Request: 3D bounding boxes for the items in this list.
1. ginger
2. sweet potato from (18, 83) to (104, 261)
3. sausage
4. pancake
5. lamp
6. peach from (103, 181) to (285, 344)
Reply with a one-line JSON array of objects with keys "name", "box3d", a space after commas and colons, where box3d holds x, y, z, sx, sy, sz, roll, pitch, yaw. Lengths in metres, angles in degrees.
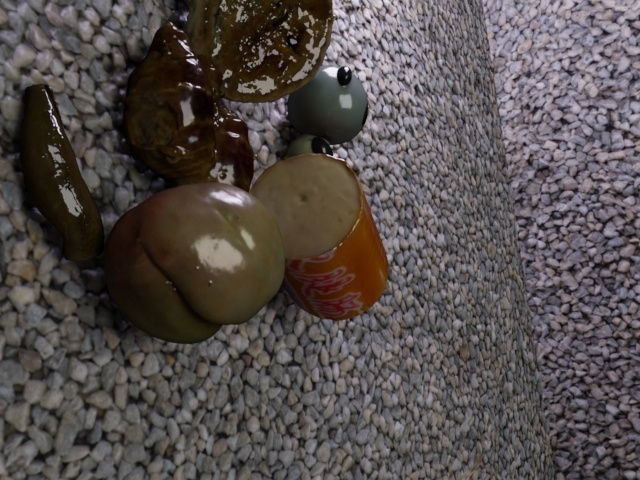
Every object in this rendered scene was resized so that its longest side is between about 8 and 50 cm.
[{"name": "ginger", "box3d": [-0.220, -0.206, 1.437, 0.357, 0.152, 0.274, 61, 40, -28]}, {"name": "sweet potato", "box3d": [-0.407, -0.104, 1.227, 0.112, 0.085, 0.286, 13, 56, -88]}, {"name": "sausage", "box3d": [0.000, 0.000, 1.566, 0.287, 0.233, 0.233, 64, 33, -56]}, {"name": "pancake", "box3d": [-0.111, -0.444, 1.576, 0.356, 0.065, 0.356, -14, 114, -34]}, {"name": "lamp", "box3d": [0.007, -0.260, 1.748, 0.197, 0.197, 0.244, 20, 84, -51]}, {"name": "peach", "box3d": [-0.204, 0.031, 1.280, 0.292, 0.292, 0.247, 33, 42, -46]}]
